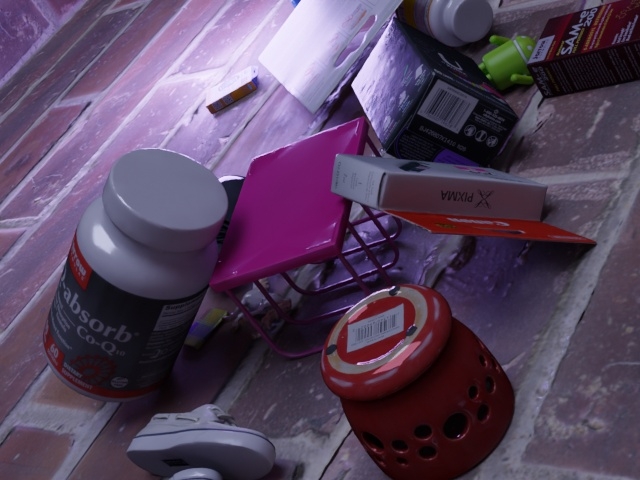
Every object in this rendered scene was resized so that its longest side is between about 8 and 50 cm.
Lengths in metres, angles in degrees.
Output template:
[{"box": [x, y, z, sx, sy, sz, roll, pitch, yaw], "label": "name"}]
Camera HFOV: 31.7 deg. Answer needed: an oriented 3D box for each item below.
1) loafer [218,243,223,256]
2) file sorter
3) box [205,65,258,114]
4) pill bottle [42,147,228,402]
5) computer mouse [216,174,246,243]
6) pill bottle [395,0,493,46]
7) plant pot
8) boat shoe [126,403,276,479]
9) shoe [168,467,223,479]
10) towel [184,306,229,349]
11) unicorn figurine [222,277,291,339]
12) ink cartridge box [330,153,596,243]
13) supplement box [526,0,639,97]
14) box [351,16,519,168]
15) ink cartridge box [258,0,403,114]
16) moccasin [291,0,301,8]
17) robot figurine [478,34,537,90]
[{"box": [-0.186, 0.014, 1.950, 0.096, 0.084, 0.267, -6, 32, -11], "label": "loafer"}, {"box": [0.000, 0.000, 1.646, 0.202, 0.182, 0.290, -19, 34, 26], "label": "file sorter"}, {"box": [-0.190, -0.337, 2.491, 0.136, 0.028, 0.081, -26, 31, 13], "label": "box"}, {"box": [-0.272, 0.053, 1.662, 0.210, 0.210, 0.363, -81, 14, -51], "label": "pill bottle"}, {"box": [-0.126, -0.055, 1.896, 0.272, 0.188, 0.072, -111, 34, -69], "label": "computer mouse"}, {"box": [0.230, -0.427, 2.086, 0.117, 0.117, 0.215, -39, 30, -6], "label": "pill bottle"}, {"box": [0.105, 0.162, 1.315, 0.191, 0.174, 0.191, -26, 33, 18], "label": "plant pot"}, {"box": [-0.153, 0.267, 1.520, 0.267, 0.096, 0.088, -16, 39, 46], "label": "boat shoe"}, {"box": [-0.201, 0.363, 1.460, 0.178, 0.063, 0.081, -29, 31, 23], "label": "shoe"}, {"box": [-0.186, 0.140, 1.815, 0.060, 0.009, 0.083, 10, 53, 51], "label": "towel"}, {"box": [-0.101, 0.095, 1.752, 0.162, 0.060, 0.111, 24, 60, 40], "label": "unicorn figurine"}, {"box": [0.189, -0.056, 1.478, 0.239, 0.275, 0.060, 25, 108, 57], "label": "ink cartridge box"}, {"box": [0.450, -0.304, 1.726, 0.239, 0.073, 0.130, -9, 40, 41], "label": "supplement box"}, {"box": [0.172, -0.218, 1.758, 0.143, 0.165, 0.270, -58, 23, 20], "label": "box"}, {"box": [0.046, -0.404, 2.200, 0.308, 0.091, 0.385, -51, 31, 8], "label": "ink cartridge box"}, {"box": [0.078, -0.631, 2.526, 0.342, 0.137, 0.117, -22, 28, 22], "label": "moccasin"}, {"box": [0.313, -0.292, 1.856, 0.115, 0.067, 0.101, -29, 58, 14], "label": "robot figurine"}]
